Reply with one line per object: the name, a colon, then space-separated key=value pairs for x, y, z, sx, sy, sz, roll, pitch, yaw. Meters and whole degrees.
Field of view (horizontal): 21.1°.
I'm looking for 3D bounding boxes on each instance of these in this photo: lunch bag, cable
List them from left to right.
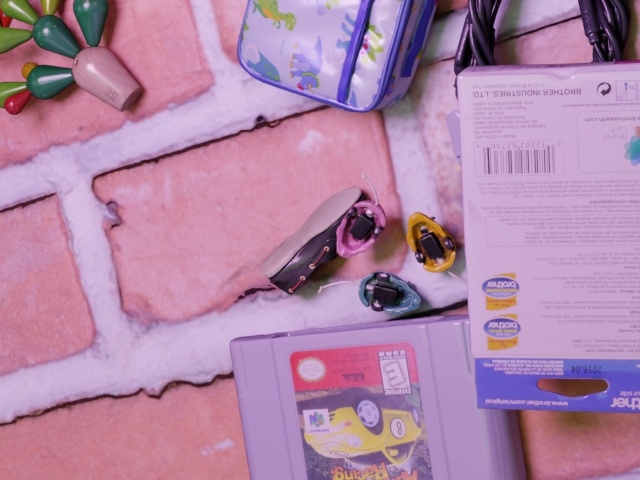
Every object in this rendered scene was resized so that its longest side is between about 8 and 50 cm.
lunch bag: x=0.025 y=-0.238 z=1.627 sx=0.176 sy=0.090 sz=0.219 roll=24 pitch=109 yaw=21
cable: x=0.203 y=-0.190 z=1.548 sx=0.150 sy=0.047 sz=0.184 roll=20 pitch=99 yaw=18

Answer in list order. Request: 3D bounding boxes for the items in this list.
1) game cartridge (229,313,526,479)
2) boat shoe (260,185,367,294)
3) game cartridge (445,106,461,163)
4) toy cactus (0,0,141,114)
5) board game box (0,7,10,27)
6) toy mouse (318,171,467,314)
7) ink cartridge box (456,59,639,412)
game cartridge: x=0.051 y=0.179 z=1.687 sx=0.294 sy=0.060 sz=0.196 roll=-8 pitch=97 yaw=29
boat shoe: x=0.000 y=-0.001 z=1.698 sx=0.042 sy=0.049 sz=0.133 roll=40 pitch=107 yaw=-20
game cartridge: x=0.160 y=-0.108 z=1.610 sx=0.083 sy=0.017 sz=0.056 roll=-14 pitch=93 yaw=29
toy cactus: x=-0.265 y=-0.205 z=1.792 sx=0.180 sy=0.112 sz=0.219 roll=40 pitch=105 yaw=8
board game box: x=-0.606 y=-0.215 z=1.821 sx=0.356 sy=0.356 sz=0.356 roll=35 pitch=112 yaw=20
toy mouse: x=0.059 y=0.015 z=1.659 sx=0.143 sy=0.031 sz=0.161 roll=-31 pitch=99 yaw=24
ink cartridge box: x=0.223 y=-0.002 z=1.530 sx=0.186 sy=0.065 sz=0.311 roll=-1 pitch=100 yaw=15
